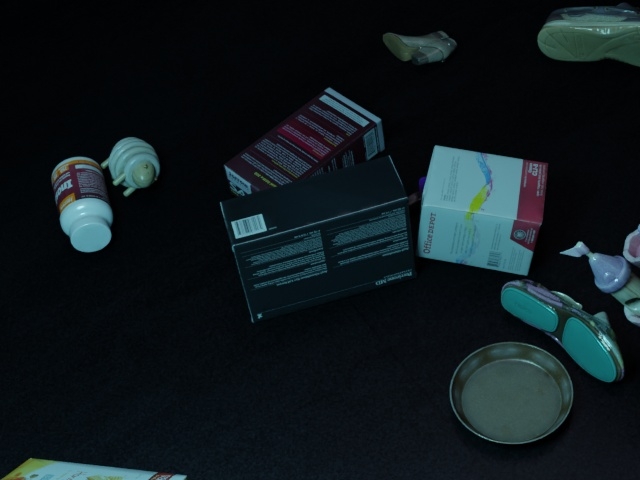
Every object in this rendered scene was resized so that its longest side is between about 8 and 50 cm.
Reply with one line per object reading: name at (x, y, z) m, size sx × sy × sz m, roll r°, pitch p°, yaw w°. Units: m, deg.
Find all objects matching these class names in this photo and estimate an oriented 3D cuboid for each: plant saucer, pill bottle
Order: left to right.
pill bottle at (-0.382, -0.057, 2.106) m, size 0.086 × 0.086 × 0.152 m, roll -17°, pitch 49°, yaw -6°
plant saucer at (0.264, 0.216, 1.804) m, size 0.168 × 0.029 × 0.168 m, roll -5°, pitch 49°, yaw 6°

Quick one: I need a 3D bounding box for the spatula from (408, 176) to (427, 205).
spatula at (0.103, -0.052, 2.060) m, size 0.296 × 0.030 × 0.084 m, roll -10°, pitch 54°, yaw 1°

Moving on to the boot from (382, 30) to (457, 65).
boot at (0.179, -0.348, 2.303) m, size 0.087 × 0.042 × 0.118 m, roll -30°, pitch 52°, yaw -24°

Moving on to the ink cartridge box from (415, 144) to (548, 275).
ink cartridge box at (0.239, -0.046, 1.951) m, size 0.176 × 0.128 × 0.127 m, roll 10°, pitch 53°, yaw 4°

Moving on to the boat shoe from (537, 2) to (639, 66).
boat shoe at (0.516, -0.356, 2.213) m, size 0.285 × 0.103 × 0.092 m, roll 5°, pitch 55°, yaw 21°

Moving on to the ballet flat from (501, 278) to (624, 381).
ballet flat at (0.358, 0.116, 1.854) m, size 0.079 × 0.077 × 0.221 m, roll -25°, pitch 47°, yaw -38°

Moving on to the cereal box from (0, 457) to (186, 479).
cereal box at (-0.315, 0.345, 1.705) m, size 0.240 × 0.047 × 0.173 m, roll 2°, pitch 12°, yaw 17°

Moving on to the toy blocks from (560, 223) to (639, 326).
toy blocks at (0.502, 0.054, 1.686) m, size 0.289 × 0.260 × 0.309 m, roll -24°, pitch 39°, yaw 38°

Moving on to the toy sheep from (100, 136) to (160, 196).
toy sheep at (-0.312, -0.128, 2.159) m, size 0.091 × 0.091 × 0.132 m, roll -28°, pitch 46°, yaw -15°

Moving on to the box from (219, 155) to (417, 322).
box at (0.000, 0.000, 1.931) m, size 0.261 × 0.184 × 0.103 m, roll -15°, pitch 47°, yaw -4°

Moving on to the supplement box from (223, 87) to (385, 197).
supplement box at (-0.024, -0.136, 2.126) m, size 0.239 × 0.073 × 0.130 m, roll -38°, pitch 53°, yaw -23°
